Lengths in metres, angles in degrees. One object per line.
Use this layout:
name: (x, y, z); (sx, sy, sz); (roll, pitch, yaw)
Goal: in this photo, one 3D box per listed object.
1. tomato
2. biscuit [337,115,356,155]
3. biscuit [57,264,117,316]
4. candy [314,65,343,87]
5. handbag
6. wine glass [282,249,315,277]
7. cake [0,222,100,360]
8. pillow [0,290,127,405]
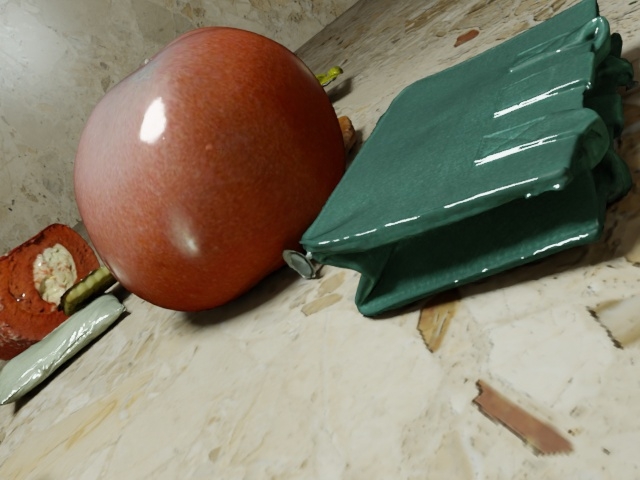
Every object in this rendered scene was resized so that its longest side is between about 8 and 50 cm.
tomato: (-0.146, -0.094, 0.746); (0.342, 0.272, 0.341); (-23, 38, 19)
biscuit: (-0.024, -0.107, 0.941); (0.192, 0.036, 0.186); (-32, 23, 13)
biscuit: (-0.353, 0.044, 1.101); (0.254, 0.029, 0.172); (-41, 4, -27)
candy: (-0.078, -0.287, 1.354); (0.297, 0.081, 0.187); (-31, 19, 19)
handbag: (0.140, -0.083, 0.541); (0.239, 0.089, 0.326); (-20, 25, 39)
wine glass: (0.000, 0.000, 0.659); (0.042, 0.039, 0.083); (20, 52, 32)
cake: (-0.549, 0.102, 1.171); (0.151, 0.177, 0.283); (-26, 17, 29)
pillow: (-0.418, 0.166, 0.994); (0.230, 0.050, 0.148); (-43, 26, -14)
